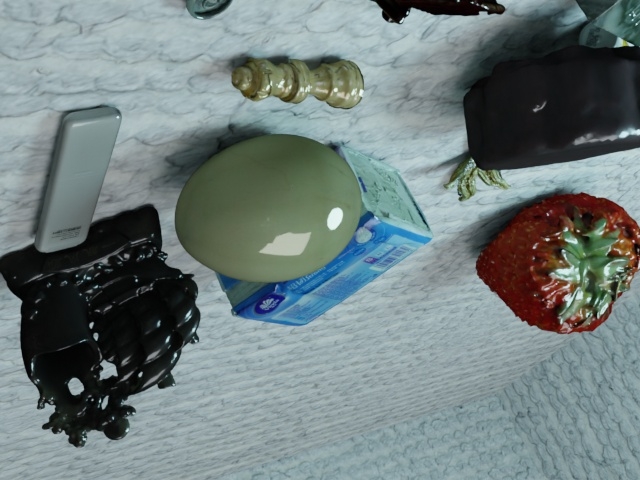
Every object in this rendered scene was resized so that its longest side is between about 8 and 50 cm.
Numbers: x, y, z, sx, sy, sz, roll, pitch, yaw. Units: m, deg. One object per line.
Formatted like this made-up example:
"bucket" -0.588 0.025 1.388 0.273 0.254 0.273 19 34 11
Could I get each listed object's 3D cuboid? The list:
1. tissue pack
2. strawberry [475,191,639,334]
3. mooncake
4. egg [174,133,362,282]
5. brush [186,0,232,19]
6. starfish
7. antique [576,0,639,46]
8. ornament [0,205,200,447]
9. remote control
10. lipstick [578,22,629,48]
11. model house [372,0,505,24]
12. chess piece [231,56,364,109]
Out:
"tissue pack" 0.000 0.000 1.544 0.263 0.146 0.198 -35 156 22
"strawberry" 0.464 0.046 2.087 0.312 0.267 0.351 -25 -176 -20
"mooncake" 0.337 -0.182 1.457 0.283 0.141 0.283 -6 177 0
"egg" -0.064 -0.040 1.322 0.242 0.186 0.186 -9 153 -25
"brush" -0.065 -0.283 0.927 0.068 0.060 0.297 -19 158 -26
"starfish" 0.278 -0.127 1.704 0.176 0.053 0.208 -30 162 6
"antique" 0.393 -0.318 1.348 0.088 0.086 0.183 -38 156 29
"ornament" -0.269 0.116 1.354 0.251 0.260 0.106 -23 164 -14
"remote control" -0.286 -0.068 1.222 0.067 0.029 0.261 -14 153 -30
"lipstick" 0.447 -0.263 1.580 0.059 0.059 0.264 -34 159 19
"model house" 0.070 -0.265 0.991 0.203 0.164 0.141 2 140 -48
"chess piece" -0.029 -0.183 1.215 0.172 0.060 0.060 -3 149 -42
